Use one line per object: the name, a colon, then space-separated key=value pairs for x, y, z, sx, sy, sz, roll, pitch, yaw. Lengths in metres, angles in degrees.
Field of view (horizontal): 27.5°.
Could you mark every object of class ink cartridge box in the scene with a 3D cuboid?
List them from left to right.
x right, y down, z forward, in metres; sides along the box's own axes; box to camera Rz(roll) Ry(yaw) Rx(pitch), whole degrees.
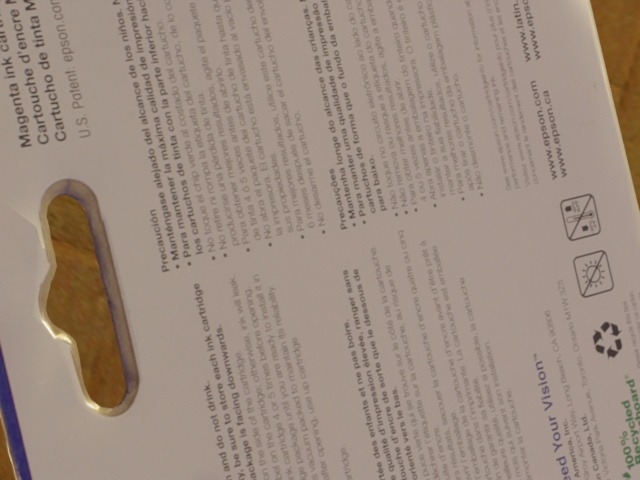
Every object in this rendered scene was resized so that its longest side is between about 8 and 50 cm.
ink cartridge box: x=0.000 y=0.000 z=0.583 sx=0.330 sy=0.071 sz=0.324 roll=-13 pitch=91 yaw=-27
